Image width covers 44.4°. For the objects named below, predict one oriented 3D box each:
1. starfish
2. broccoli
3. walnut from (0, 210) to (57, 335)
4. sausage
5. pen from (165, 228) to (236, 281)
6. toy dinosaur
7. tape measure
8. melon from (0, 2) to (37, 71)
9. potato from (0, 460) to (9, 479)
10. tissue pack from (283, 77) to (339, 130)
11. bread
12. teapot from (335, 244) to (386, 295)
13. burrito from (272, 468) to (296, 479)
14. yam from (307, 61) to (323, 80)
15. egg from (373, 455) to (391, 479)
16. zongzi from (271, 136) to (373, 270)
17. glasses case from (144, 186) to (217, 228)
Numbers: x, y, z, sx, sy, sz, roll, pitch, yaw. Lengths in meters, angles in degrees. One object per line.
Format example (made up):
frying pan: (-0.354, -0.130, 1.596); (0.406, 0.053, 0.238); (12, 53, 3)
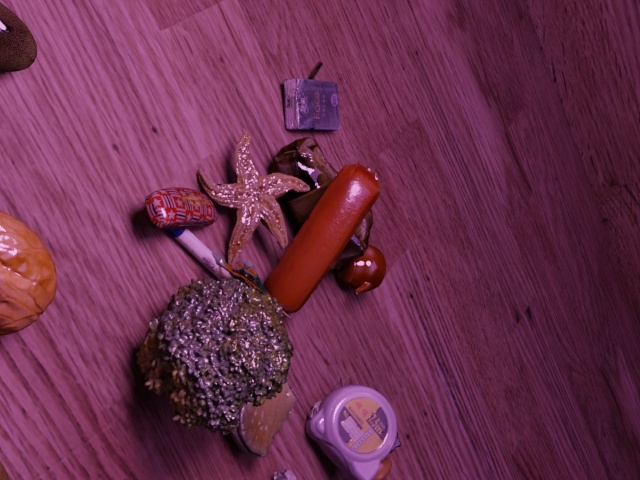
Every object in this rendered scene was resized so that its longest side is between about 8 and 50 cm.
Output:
starfish: (-0.129, -0.082, 1.545); (0.235, 0.062, 0.277); (7, 82, -28)
broccoli: (-0.182, 0.185, 1.327); (0.235, 0.260, 0.288); (55, 41, -7)
walnut: (-0.462, 0.039, 1.085); (0.207, 0.159, 0.159); (47, 49, -35)
sausage: (0.001, 0.000, 1.569); (0.097, 0.348, 0.094); (34, 4, 0)
pen: (-0.218, 0.029, 1.476); (0.269, 0.033, 0.033); (48, 49, -34)
toy dinosaur: (-0.127, 0.085, 1.471); (0.187, 0.044, 0.106); (50, 0, 1)
tape measure: (0.075, 0.402, 1.663); (0.178, 0.105, 0.196); (-35, 85, -26)
melon: (-0.498, -0.310, 1.163); (0.162, 0.099, 0.099); (29, 60, -42)
potato: (-0.477, 0.352, 1.059); (0.091, 0.070, 0.138); (61, 43, -23)
tissue pack: (-0.019, -0.303, 1.770); (0.156, 0.051, 0.112); (-8, 98, -51)
bread: (-0.116, 0.295, 1.513); (0.172, 0.064, 0.232); (7, 78, -50)
teapot: (0.080, 0.057, 1.783); (0.116, 0.116, 0.173); (30, 34, -43)
burrito: (-0.113, 0.498, 1.476); (0.203, 0.064, 0.064); (-29, 104, -49)
yam: (-0.019, -0.382, 1.821); (0.014, 0.014, 0.107); (51, 49, -30)
egg: (0.110, 0.499, 1.730); (0.096, 0.080, 0.080); (-17, 95, -41)
zongzi: (0.025, -0.109, 1.743); (0.286, 0.134, 0.288); (62, 27, -11)
glasses case: (-0.244, -0.061, 1.406); (0.073, 0.049, 0.194); (63, 19, 7)
